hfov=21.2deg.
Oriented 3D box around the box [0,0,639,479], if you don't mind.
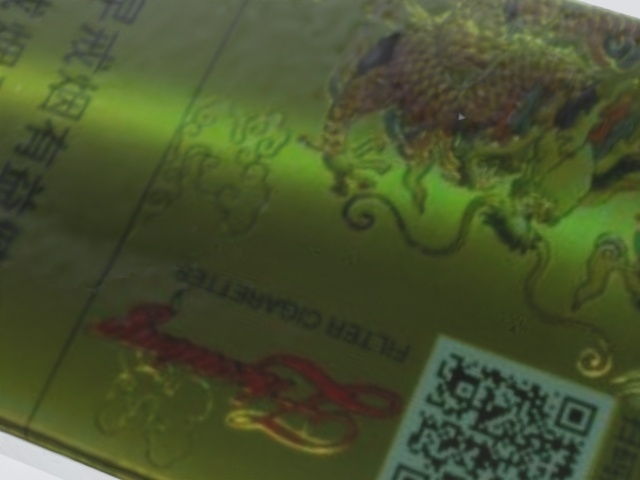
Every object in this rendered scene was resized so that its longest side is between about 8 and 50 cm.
[{"bbox_3d":[0.000,0.000,0.464,0.311,0.173,0.043,19,-21,16],"label":"box"}]
